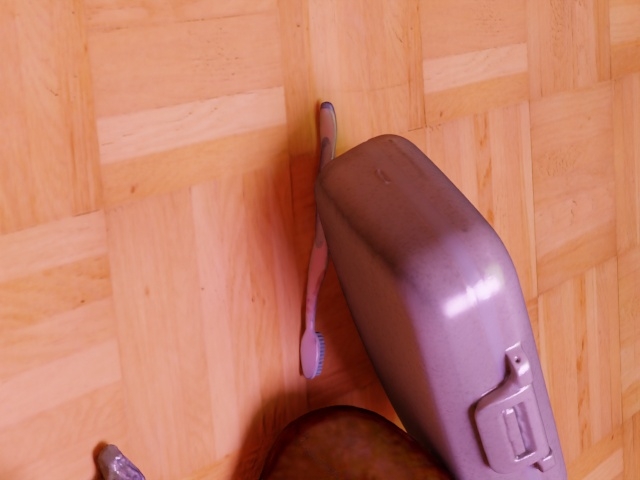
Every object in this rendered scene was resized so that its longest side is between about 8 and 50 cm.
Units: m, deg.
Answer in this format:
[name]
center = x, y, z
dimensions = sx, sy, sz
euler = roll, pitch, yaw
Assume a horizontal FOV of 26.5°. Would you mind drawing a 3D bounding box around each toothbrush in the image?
[toothbrush]
center = 0.000, 0.000, 1.316
dimensions = 0.027, 0.021, 0.269
euler = 3, 91, -67

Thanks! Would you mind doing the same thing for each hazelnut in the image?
[hazelnut]
center = 0.033, 0.277, 1.246
dimensions = 0.217, 0.217, 0.251
euler = 14, 57, -54

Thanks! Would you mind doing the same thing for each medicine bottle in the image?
[medicine bottle]
center = 0.114, 0.093, 1.280
dimensions = 0.123, 0.282, 0.375
euler = -28, 131, -10

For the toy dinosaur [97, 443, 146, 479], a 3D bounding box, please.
[toy dinosaur]
center = -0.183, 0.304, 1.039
dimensions = 0.162, 0.077, 0.294
euler = 16, 78, -47
